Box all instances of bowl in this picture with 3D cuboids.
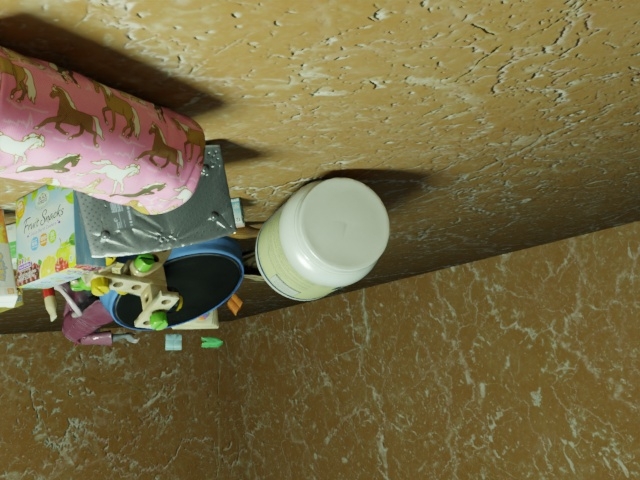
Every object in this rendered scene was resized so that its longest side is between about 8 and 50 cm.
[{"bbox_3d":[-0.386,0.112,1.979,0.391,0.077,0.391,-20,151,-12],"label":"bowl"}]

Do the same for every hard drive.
[{"bbox_3d":[-0.282,-0.070,1.281,0.255,0.171,0.054,-10,-167,-1],"label":"hard drive"}]

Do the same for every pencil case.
[{"bbox_3d":[-0.312,-0.128,0.949,0.167,0.160,0.386,14,-178,29],"label":"pencil case"}]

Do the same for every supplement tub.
[{"bbox_3d":[0.000,0.000,1.666,0.236,0.235,0.325,-5,169,-20],"label":"supplement tub"}]

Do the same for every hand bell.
[{"bbox_3d":[-0.138,-0.019,1.907,0.242,0.126,0.126,6,167,-8],"label":"hand bell"}]

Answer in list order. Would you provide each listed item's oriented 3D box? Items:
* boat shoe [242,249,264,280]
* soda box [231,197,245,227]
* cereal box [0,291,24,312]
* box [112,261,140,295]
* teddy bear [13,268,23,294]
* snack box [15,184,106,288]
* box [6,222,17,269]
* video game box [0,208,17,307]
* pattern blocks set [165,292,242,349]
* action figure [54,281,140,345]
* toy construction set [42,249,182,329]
[{"bbox_3d":[-0.130,0.072,2.267,0.341,0.121,0.110,-15,167,42],"label":"boat shoe"},{"bbox_3d":[-0.264,-0.051,1.674,0.183,0.058,0.063,-9,170,-1],"label":"soda box"},{"bbox_3d":[-0.911,0.162,1.894,0.240,0.047,0.173,-3,-174,9],"label":"cereal box"},{"bbox_3d":[-0.534,0.071,1.765,0.324,0.067,0.063,16,169,-3],"label":"box"},{"bbox_3d":[-0.817,0.047,1.613,0.338,0.113,0.245,7,168,-9],"label":"teddy bear"},{"bbox_3d":[-0.482,-0.014,1.372,0.207,0.174,0.070,-16,164,38],"label":"snack box"},{"bbox_3d":[-0.638,0.011,1.624,0.101,0.087,0.102,-13,167,20],"label":"box"},{"bbox_3d":[-0.680,0.033,1.390,0.187,0.205,0.048,0,147,-38],"label":"video game box"},{"bbox_3d":[-0.376,0.182,2.201,0.286,0.324,0.026,-6,140,-19],"label":"pattern blocks set"},{"bbox_3d":[-0.666,0.224,2.155,0.370,0.248,0.276,-48,173,39],"label":"action figure"},{"bbox_3d":[-0.426,0.088,1.520,0.309,0.237,0.257,-26,155,14],"label":"toy construction set"}]
